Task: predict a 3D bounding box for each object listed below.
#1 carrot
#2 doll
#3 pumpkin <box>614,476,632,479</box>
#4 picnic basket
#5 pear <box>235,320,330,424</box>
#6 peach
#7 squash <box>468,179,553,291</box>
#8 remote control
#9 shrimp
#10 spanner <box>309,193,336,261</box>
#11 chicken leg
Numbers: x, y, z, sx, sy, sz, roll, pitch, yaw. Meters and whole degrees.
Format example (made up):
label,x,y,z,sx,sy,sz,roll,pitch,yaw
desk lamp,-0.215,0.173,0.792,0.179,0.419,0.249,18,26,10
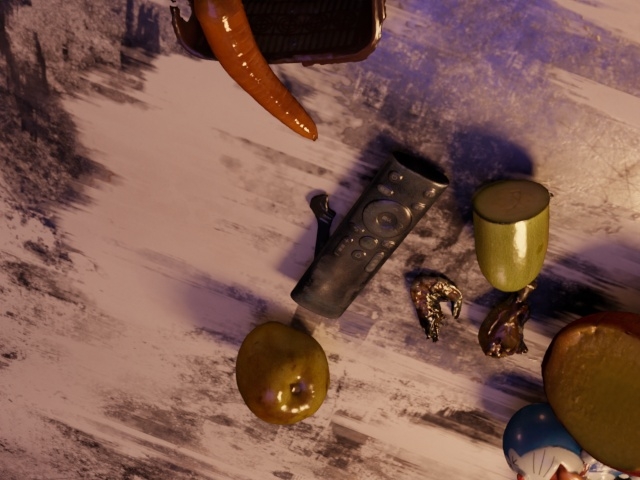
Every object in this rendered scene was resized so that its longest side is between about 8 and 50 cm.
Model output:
label,x,y,z,sx,sy,sz,roll,pitch,yaw
carrot,-0.088,-0.224,0.989,0.062,0.066,0.271,39,165,50
doll,0.474,0.405,1.447,0.256,0.161,0.215,11,158,4
pumpkin,0.561,0.572,1.557,0.237,0.159,0.238,13,134,14
picnic basket,-0.051,-0.347,0.983,0.296,0.129,0.223,3,132,17
pear,-0.075,0.261,1.481,0.199,0.200,0.200,9,132,10
peach,0.500,0.241,1.242,0.274,0.249,0.245,34,179,32
squash,0.293,0.006,1.184,0.123,0.123,0.187,3,130,16
remote control,0.073,0.005,1.297,0.107,0.044,0.378,23,132,-15
shrimp,0.212,0.128,1.371,0.091,0.034,0.161,-2,128,19
spanner,0.000,0.000,1.346,0.046,0.012,0.209,12,133,9
chicken leg,0.334,0.140,1.325,0.093,0.070,0.178,32,124,24
